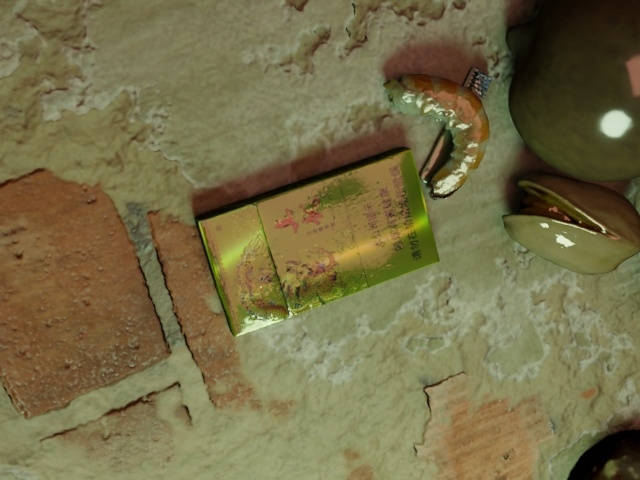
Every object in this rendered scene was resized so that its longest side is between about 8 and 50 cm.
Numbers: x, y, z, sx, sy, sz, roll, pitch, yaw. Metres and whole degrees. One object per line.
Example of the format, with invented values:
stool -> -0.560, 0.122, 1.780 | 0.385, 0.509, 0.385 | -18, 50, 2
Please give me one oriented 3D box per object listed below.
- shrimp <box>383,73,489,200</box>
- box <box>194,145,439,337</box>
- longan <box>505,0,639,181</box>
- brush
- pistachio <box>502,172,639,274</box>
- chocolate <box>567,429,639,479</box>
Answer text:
shrimp -> 0.149, -0.143, 1.539 | 0.161, 0.049, 0.166 | 16, 109, -1
box -> 0.000, 0.000, 1.528 | 0.311, 0.043, 0.172 | -19, 106, -12
longan -> 0.385, -0.226, 1.505 | 0.300, 0.243, 0.300 | 0, 91, 18
brush -> 0.193, -0.157, 1.566 | 0.033, 0.030, 0.178 | 24, 93, -30
pistachio -> 0.362, -0.024, 1.591 | 0.206, 0.131, 0.129 | 19, 86, -16
chocolate -> 0.563, 0.425, 1.698 | 0.340, 0.210, 0.225 | 10, 100, -18
